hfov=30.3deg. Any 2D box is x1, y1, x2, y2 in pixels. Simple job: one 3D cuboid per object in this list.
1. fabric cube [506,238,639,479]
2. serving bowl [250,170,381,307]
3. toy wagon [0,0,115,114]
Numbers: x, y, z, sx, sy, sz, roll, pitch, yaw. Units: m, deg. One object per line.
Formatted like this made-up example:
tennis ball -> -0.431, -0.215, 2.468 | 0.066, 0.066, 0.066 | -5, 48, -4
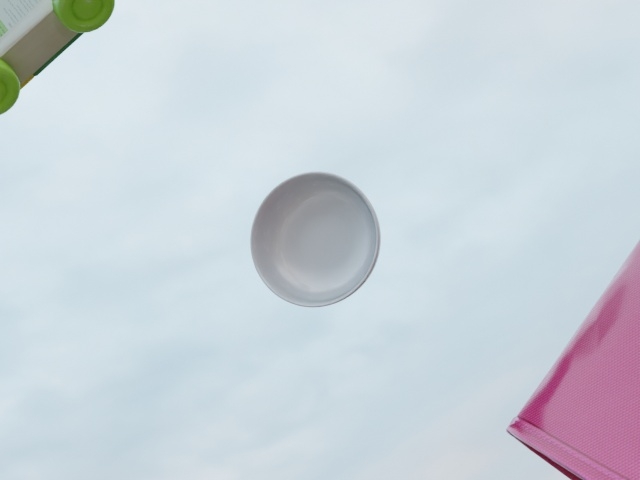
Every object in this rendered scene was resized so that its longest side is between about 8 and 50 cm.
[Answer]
fabric cube -> 0.281, 0.064, 0.451 | 0.258, 0.254, 0.259 | -54, 15, -4
serving bowl -> 0.000, 0.000, 0.728 | 0.083, 0.083, 0.027 | -33, -14, 15
toy wagon -> -0.346, -0.218, 1.166 | 0.344, 0.267, 0.068 | -42, -42, 1
